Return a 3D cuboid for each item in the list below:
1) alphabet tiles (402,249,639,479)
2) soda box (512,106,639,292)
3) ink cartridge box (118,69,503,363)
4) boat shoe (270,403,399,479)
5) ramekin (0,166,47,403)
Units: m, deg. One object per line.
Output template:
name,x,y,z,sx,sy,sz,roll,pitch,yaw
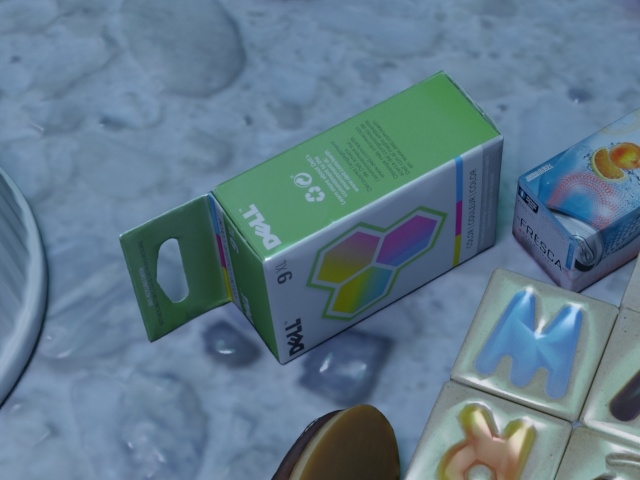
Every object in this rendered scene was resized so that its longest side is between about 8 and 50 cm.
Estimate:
alphabet tiles,0.159,0.148,0.550,0.285,0.011,0.342,19,66,16
soda box,0.204,-0.044,0.868,0.183,0.063,0.058,-30,60,-16
ink cartridge box,0.000,0.000,0.824,0.209,0.109,0.062,-28,58,-15
boat shoe,-0.023,0.172,0.734,0.073,0.073,0.207,-16,37,43
ramekin,-0.300,0.007,0.826,0.273,0.127,0.273,-1,56,2
